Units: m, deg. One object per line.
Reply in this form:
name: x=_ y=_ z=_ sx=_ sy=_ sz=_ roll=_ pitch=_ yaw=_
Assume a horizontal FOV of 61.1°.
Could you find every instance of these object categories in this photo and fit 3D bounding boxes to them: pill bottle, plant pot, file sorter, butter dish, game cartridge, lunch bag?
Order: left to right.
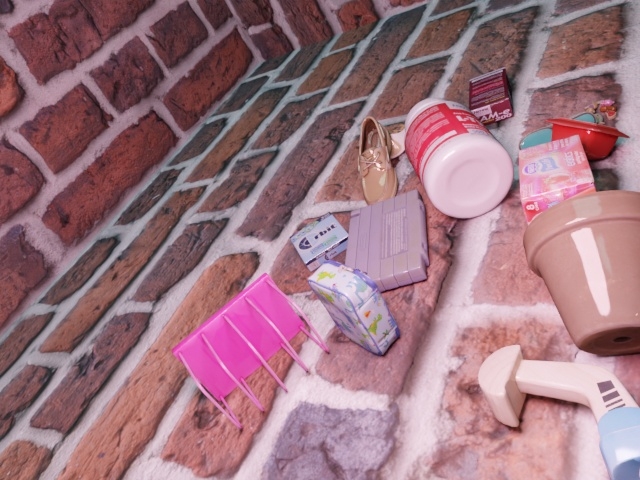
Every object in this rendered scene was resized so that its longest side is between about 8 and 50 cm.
file sorter: x=-0.156 y=0.268 z=1.293 sx=0.291 sy=0.202 sz=0.182 roll=-40 pitch=34 yaw=-13
lunch bag: x=0.074 y=0.149 z=1.239 sx=0.090 sy=0.219 sz=0.176 roll=-44 pitch=33 yaw=-20
game cartridge: x=0.184 y=0.005 z=1.503 sx=0.230 sy=0.068 sz=0.355 roll=-14 pitch=35 yaw=19
pill bottle: x=0.367 y=-0.256 z=1.541 sx=0.229 sy=0.229 sz=0.407 roll=-25 pitch=32 yaw=10
butter dish: x=0.665 y=-0.242 z=1.384 sx=0.160 sy=0.118 sz=0.160 roll=0 pitch=20 yaw=-32
plant pot: x=0.517 y=0.076 z=0.977 sx=0.263 sy=0.263 sz=0.229 roll=-14 pitch=55 yaw=26

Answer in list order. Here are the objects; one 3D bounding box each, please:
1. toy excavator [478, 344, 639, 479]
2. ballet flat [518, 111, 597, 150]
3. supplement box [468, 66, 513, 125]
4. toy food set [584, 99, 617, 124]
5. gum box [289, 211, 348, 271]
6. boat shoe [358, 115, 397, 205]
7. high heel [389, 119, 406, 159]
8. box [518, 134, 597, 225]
toy excavator: x=0.471 y=0.279 z=0.777 sx=0.433 sy=0.222 sz=0.445 roll=-21 pitch=19 yaw=18
ballet flat: x=0.658 y=-0.295 z=1.516 sx=0.213 sy=0.072 sz=0.068 roll=-22 pitch=5 yaw=14
supplement box: x=0.573 y=-0.483 z=1.826 sx=0.130 sy=0.073 sz=0.239 roll=-14 pitch=35 yaw=27
toy food set: x=0.794 y=-0.369 z=1.529 sx=0.078 sy=0.019 sz=0.122 roll=-23 pitch=33 yaw=15
gum box: x=0.000 y=0.000 z=1.680 sx=0.157 sy=0.041 sz=0.184 roll=-33 pitch=32 yaw=-2
boat shoe: x=0.168 y=-0.250 z=1.751 sx=0.122 sy=0.110 sz=0.341 roll=-19 pitch=53 yaw=25
high heel: x=0.278 y=-0.361 z=1.941 sx=0.261 sy=0.093 sz=0.186 roll=-38 pitch=3 yaw=18
box: x=0.530 y=-0.105 z=1.206 sx=0.142 sy=0.154 sz=0.300 roll=-13 pitch=24 yaw=25
